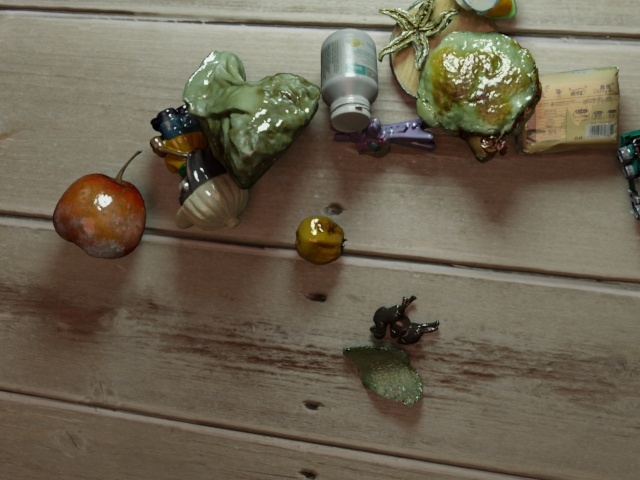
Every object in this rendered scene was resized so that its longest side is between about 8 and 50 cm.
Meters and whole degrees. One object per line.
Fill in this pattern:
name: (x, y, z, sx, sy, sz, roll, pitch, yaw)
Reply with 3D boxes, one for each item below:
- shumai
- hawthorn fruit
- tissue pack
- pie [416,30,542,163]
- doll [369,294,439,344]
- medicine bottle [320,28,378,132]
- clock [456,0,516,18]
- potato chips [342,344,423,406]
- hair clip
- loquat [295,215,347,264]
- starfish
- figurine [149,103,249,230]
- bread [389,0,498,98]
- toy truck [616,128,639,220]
shumai: (-0.194, -0.304, 1.338, 0.288, 0.330, 0.292, 42, 131, -11)
hawthorn fruit: (-0.583, -0.069, 1.529, 0.234, 0.263, 0.231, 1, 139, 19)
tissue pack: (0.565, -0.298, 1.318, 0.222, 0.090, 0.187, -5, 104, 13)
pie: (0.359, -0.343, 1.293, 0.274, 0.105, 0.257, 38, 107, 12)
doll: (0.213, 0.224, 1.518, 0.165, 0.057, 0.139, -41, 94, 25)
medicine bottle: (0.068, -0.369, 1.331, 0.134, 0.135, 0.216, -5, 69, 12)
clock: (0.356, -0.584, 1.267, 0.231, 0.144, 0.103, 51, 134, 3)
potato chips: (0.173, 0.360, 1.554, 0.167, 0.059, 0.228, -33, 100, 22)
hair clip: (0.163, -0.261, 1.392, 0.278, 0.137, 0.091, -5, 66, 11)
loquat: (0.000, 0.000, 1.480, 0.137, 0.113, 0.138, -1, 96, -11)
starfish: (0.209, -0.498, 1.319, 0.176, 0.053, 0.208, 39, 99, 11)
figurine: (-0.307, -0.183, 1.460, 0.204, 0.185, 0.333, 0, 110, 46)
bread: (0.295, -0.453, 1.359, 0.266, 0.040, 0.267, 2, 102, 10)
toy truck: (0.748, -0.157, 1.306, 0.110, 0.116, 0.216, -17, 106, 15)
